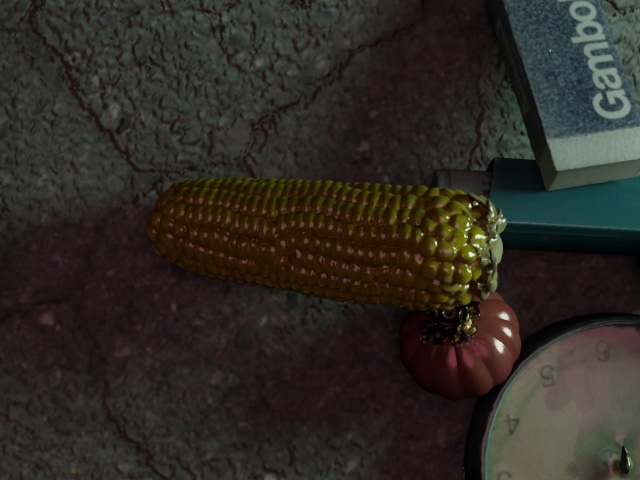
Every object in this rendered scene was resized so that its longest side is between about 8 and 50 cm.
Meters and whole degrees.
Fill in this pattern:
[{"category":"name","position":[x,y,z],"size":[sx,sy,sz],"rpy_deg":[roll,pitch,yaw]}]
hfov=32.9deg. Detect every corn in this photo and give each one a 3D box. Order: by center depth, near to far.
[{"category":"corn","position":[0.000,0.000,0.918],"size":[0.305,0.106,0.106],"rpy_deg":[4,85,14]}]

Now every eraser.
[{"category":"eraser","position":[0.215,-0.150,0.962],"size":[0.092,0.046,0.212],"rpy_deg":[-8,66,-6]}]

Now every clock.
[{"category":"clock","position":[0.269,0.201,0.964],"size":[0.281,0.055,0.280],"rpy_deg":[0,85,-2]}]

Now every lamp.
[{"category":"lamp","position":[0.121,0.087,0.948],"size":[0.107,0.092,0.107],"rpy_deg":[-9,54,12]}]

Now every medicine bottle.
[{"category":"medicine bottle","position":[0.226,-0.010,0.968],"size":[0.258,0.079,0.124],"rpy_deg":[6,80,-2]}]
